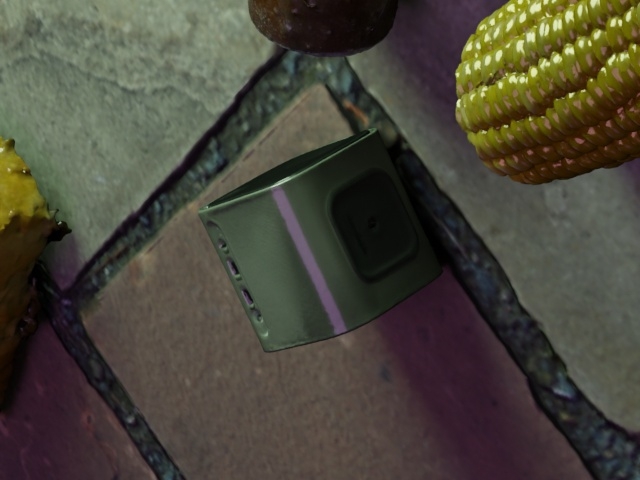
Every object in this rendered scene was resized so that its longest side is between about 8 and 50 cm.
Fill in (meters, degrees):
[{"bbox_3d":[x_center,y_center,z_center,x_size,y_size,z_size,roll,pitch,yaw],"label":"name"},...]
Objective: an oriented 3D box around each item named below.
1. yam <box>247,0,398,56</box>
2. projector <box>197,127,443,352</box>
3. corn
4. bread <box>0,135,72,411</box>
[{"bbox_3d":[0.009,-0.159,0.889,0.079,0.079,0.141,32,133,29],"label":"yam"},{"bbox_3d":[0.000,0.000,0.984,0.083,0.083,0.082,-16,101,49],"label":"projector"},{"bbox_3d":[0.150,-0.088,0.774,0.244,0.093,0.093,-28,92,50],"label":"corn"},{"bbox_3d":[-0.277,0.028,1.237,0.160,0.147,0.260,47,138,18],"label":"bread"}]
